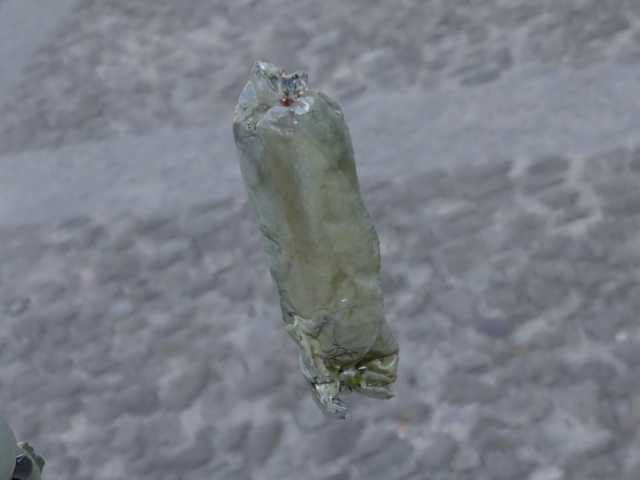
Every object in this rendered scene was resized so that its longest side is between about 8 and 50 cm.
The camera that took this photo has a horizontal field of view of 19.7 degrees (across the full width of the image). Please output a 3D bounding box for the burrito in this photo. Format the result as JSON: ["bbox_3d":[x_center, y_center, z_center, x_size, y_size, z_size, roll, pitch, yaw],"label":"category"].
[{"bbox_3d":[0.000,0.001,0.875,0.058,0.188,0.045,-10,23,11],"label":"burrito"}]

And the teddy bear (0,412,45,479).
[{"bbox_3d":[-0.270,0.209,1.190,0.156,0.256,0.267,32,88,25],"label":"teddy bear"}]
